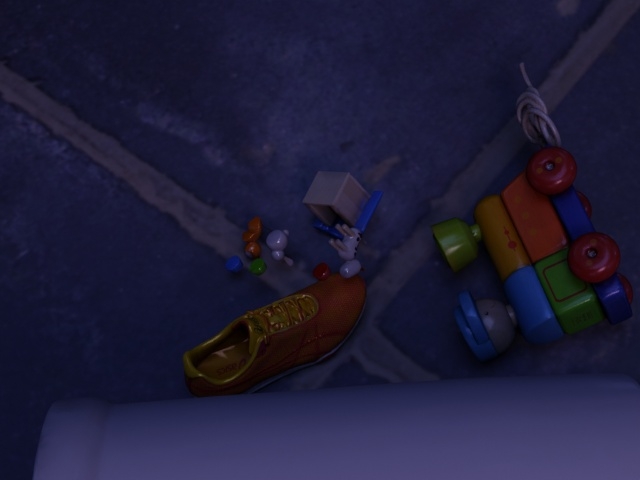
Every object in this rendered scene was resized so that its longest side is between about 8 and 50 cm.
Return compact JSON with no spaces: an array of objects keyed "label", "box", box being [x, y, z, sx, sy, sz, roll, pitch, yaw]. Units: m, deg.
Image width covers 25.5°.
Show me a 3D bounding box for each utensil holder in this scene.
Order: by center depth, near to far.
[{"label":"utensil holder","box":[0.027,0.250,0.929,0.385,0.327,0.328,-5,61,-1]}]

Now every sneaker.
[{"label":"sneaker","box":[-0.034,0.079,1.180,0.175,0.067,0.064,-34,62,-14]}]

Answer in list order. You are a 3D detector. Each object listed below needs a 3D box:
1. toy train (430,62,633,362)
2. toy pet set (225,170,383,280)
[{"label":"toy train","box":[0.156,-0.023,1.206,0.143,0.105,0.248,-25,61,7]},{"label":"toy pet set","box":[0.000,0.000,1.231,0.122,0.065,0.114,6,60,44]}]
